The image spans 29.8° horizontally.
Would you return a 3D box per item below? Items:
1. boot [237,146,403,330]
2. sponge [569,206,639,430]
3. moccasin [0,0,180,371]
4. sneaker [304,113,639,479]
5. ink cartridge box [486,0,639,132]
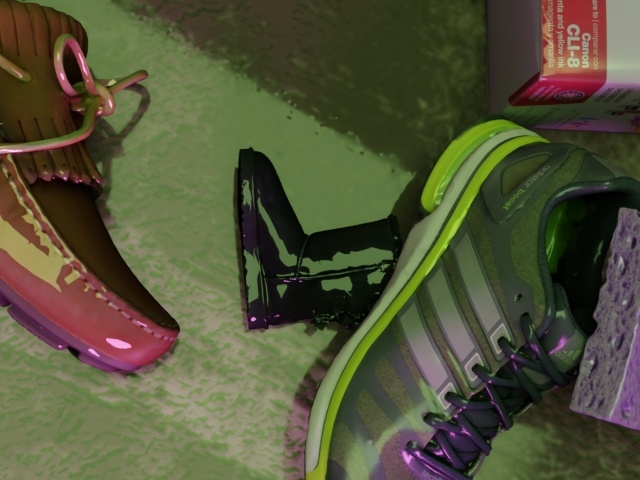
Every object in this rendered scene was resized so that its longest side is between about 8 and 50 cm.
[{"bbox_3d":[0.000,0.000,0.744,0.099,0.045,0.121,-5,90,-5],"label":"boot"},{"bbox_3d":[0.230,0.065,0.710,0.210,0.031,0.117,21,81,-42],"label":"sponge"},{"bbox_3d":[-0.188,-0.097,0.698,0.147,0.139,0.380,-32,78,-1],"label":"moccasin"},{"bbox_3d":[0.089,0.067,0.689,0.111,0.121,0.300,29,79,-39],"label":"sneaker"},{"bbox_3d":[0.202,-0.139,0.744,0.176,0.128,0.127,1,82,-6],"label":"ink cartridge box"}]
